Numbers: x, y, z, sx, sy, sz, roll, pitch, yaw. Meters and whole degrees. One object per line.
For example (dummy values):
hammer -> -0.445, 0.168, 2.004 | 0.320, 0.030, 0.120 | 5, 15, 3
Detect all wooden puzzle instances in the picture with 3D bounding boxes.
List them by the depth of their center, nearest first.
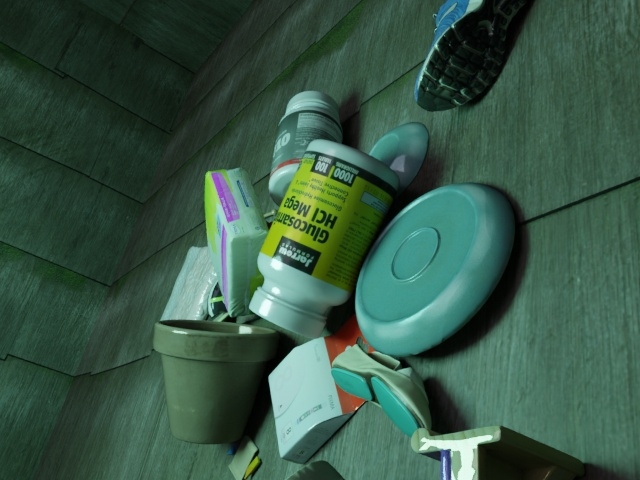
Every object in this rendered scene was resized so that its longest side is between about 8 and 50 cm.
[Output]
wooden puzzle -> -0.154, 0.438, 1.165 | 0.078, 0.014, 0.116 | -57, 27, 1

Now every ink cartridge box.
ink cartridge box -> 0.000, 0.247, 1.028 | 0.232, 0.066, 0.189 | -54, 28, 24

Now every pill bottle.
pill bottle -> 0.000, 0.000, 1.068 | 0.188, 0.188, 0.333 | 18, 84, 63
pill bottle -> -0.029, -0.214, 1.382 | 0.161, 0.161, 0.283 | -37, 36, 40

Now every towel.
towel -> -0.398, 0.168, 1.798 | 0.317, 0.053, 0.331 | 2, 68, 60

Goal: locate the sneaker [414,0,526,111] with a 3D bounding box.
sneaker -> 0.272, -0.379, 1.081 | 0.329, 0.130, 0.147 | -58, 16, -6

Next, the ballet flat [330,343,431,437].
ballet flat -> 0.101, 0.210, 0.858 | 0.248, 0.086, 0.086 | 16, 80, 61

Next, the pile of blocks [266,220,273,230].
pile of blocks -> -0.069, 0.009, 1.301 | 0.362, 0.113, 0.148 | -17, 51, 55

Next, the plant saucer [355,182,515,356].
plant saucer -> 0.159, 0.031, 0.916 | 0.318, 0.044, 0.317 | -41, 28, 27

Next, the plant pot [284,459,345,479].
plant pot -> -0.011, 0.441, 0.685 | 0.191, 0.284, 0.284 | 34, 97, 28

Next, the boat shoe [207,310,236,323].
boat shoe -> -0.267, 0.222, 1.370 | 0.152, 0.056, 0.049 | -36, 34, -30

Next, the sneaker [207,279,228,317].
sneaker -> -0.219, 0.107, 1.505 | 0.097, 0.084, 0.234 | -12, 55, 55

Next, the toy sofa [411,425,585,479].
toy sofa -> 0.149, 0.374, 0.545 | 0.177, 0.150, 0.362 | -30, 41, 45

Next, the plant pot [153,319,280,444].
plant pot -> -0.223, 0.291, 1.205 | 0.263, 0.263, 0.229 | -4, 80, 59

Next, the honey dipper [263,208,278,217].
honey dipper -> -0.168, -0.067, 1.636 | 0.161, 0.031, 0.030 | -16, 52, 53

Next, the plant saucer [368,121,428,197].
plant saucer -> 0.138, -0.165, 1.184 | 0.195, 0.037, 0.194 | -40, 35, 35

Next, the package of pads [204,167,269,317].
package of pads -> -0.197, 0.004, 1.343 | 0.296, 0.101, 0.229 | 100, 152, -47
